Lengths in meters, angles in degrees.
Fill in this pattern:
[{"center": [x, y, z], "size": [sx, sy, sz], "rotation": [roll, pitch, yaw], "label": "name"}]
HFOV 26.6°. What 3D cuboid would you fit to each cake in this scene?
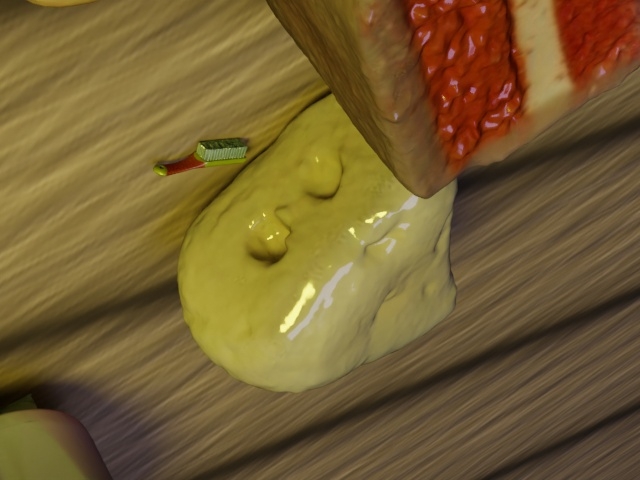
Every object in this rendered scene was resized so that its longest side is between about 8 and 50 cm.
[{"center": [0.080, -0.210, 0.870], "size": [0.237, 0.230, 0.309], "rotation": [-32, 149, -5], "label": "cake"}]

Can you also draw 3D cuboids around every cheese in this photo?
[{"center": [-0.002, -0.001, 1.125], "size": [0.248, 0.173, 0.251], "rotation": [-30, 151, -28], "label": "cheese"}]

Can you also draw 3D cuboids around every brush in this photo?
[{"center": [-0.098, -0.068, 1.089], "size": [0.083, 0.019, 0.021], "rotation": [-14, 133, -33], "label": "brush"}]

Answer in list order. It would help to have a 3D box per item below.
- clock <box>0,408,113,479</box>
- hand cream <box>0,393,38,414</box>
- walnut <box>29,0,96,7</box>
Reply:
[{"center": [-0.322, 0.294, 1.164], "size": [0.339, 0.102, 0.338], "rotation": [-25, 146, -18], "label": "clock"}, {"center": [-0.336, 0.202, 1.183], "size": [0.205, 0.050, 0.078], "rotation": [-28, 110, -15], "label": "hand cream"}, {"center": [-0.116, -0.243, 0.638], "size": [0.257, 0.257, 0.224], "rotation": [-38, -178, 2], "label": "walnut"}]
